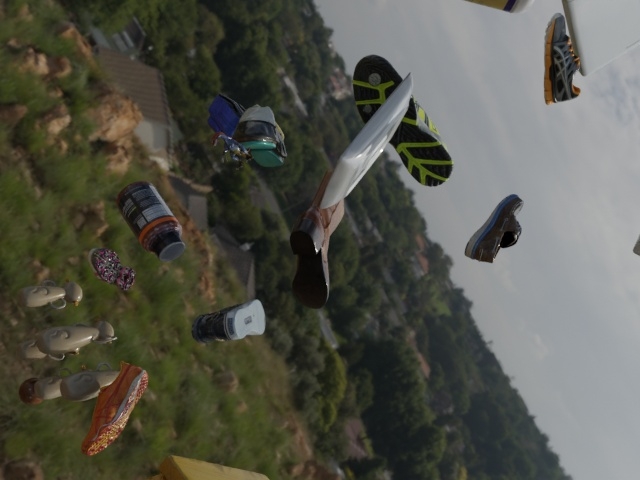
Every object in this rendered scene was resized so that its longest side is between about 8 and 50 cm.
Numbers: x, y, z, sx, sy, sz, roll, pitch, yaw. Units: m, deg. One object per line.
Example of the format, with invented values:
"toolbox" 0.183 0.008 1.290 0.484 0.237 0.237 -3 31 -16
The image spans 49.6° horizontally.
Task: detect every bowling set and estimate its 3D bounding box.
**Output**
"bowling set" -0.507 0.232 1.381 0.154 0.200 0.287 -4 54 -49

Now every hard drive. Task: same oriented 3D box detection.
"hard drive" 0.752 -0.595 1.785 0.353 0.233 0.047 40 22 -56

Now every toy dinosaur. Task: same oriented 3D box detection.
"toy dinosaur" -0.162 -0.166 1.238 0.082 0.047 0.090 51 10 -28

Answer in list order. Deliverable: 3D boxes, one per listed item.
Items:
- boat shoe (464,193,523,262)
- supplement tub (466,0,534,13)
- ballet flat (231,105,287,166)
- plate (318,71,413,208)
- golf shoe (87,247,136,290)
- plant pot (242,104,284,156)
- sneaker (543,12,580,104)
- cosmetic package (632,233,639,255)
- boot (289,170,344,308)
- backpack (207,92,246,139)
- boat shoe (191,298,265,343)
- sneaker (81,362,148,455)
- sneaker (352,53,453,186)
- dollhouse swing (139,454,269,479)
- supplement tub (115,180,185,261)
"boat shoe" 0.356 -0.017 1.358 0.066 0.183 0.066 30 -28 26
"supplement tub" 0.281 -0.600 1.356 0.241 0.332 0.240 16 90 -87
"ballet flat" -0.126 -0.217 1.414 0.280 0.095 0.096 46 43 -86
"plate" 0.108 -0.208 1.559 0.045 0.277 0.278 36 -22 3
"golf shoe" -0.499 0.063 1.596 0.186 0.086 0.067 75 35 -66
"plant pot" -0.147 -0.254 1.717 0.095 0.134 0.134 30 7 4
"sneaker" 0.559 -0.420 1.604 0.084 0.083 0.214 -64 148 -50
"cosmetic package" 0.987 0.018 1.655 0.385 0.217 0.156 32 38 19
"boot" 0.000 0.000 1.768 0.280 0.096 0.264 -64 146 -52
"backpack" -0.234 -0.314 1.847 0.098 0.101 0.120 12 28 -52
"boat shoe" -0.158 0.142 1.220 0.183 0.083 0.065 7 75 -77
"sneaker" -0.379 0.304 1.249 0.064 0.068 0.175 86 28 -56
"sneaker" 0.207 -0.314 1.820 0.384 0.145 0.147 55 17 -18
"dollhouse swing" -0.183 0.573 1.032 0.315 0.347 0.305 33 13 -46
"supplement tub" -0.400 -0.042 1.653 0.198 0.106 0.106 52 3 24
